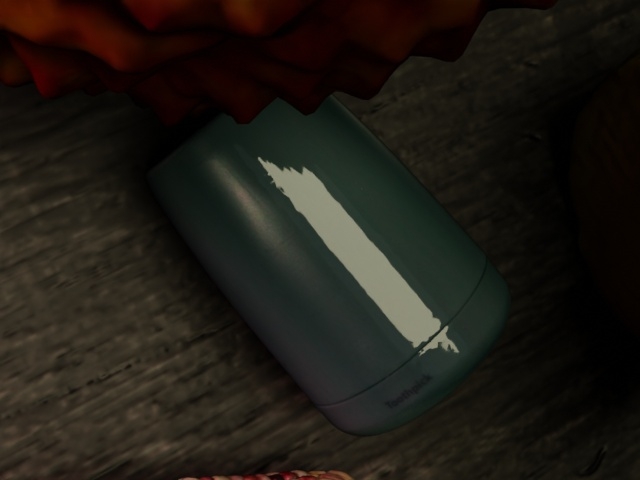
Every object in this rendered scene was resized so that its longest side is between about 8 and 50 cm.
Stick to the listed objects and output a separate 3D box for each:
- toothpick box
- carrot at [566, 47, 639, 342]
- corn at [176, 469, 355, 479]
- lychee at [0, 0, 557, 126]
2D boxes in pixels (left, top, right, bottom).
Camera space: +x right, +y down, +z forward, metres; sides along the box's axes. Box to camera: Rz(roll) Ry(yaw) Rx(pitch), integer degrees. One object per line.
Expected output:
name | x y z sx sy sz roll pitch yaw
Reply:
toothpick box | 0.000 0.000 0.567 0.120 0.120 0.184 -46 102 -19
carrot | 0.267 -0.022 0.620 0.340 0.241 0.241 -34 100 -25
corn | -0.090 0.161 0.537 0.253 0.086 0.086 0 87 -23
lychee | -0.054 -0.285 0.405 0.424 0.424 0.500 -7 73 -24
